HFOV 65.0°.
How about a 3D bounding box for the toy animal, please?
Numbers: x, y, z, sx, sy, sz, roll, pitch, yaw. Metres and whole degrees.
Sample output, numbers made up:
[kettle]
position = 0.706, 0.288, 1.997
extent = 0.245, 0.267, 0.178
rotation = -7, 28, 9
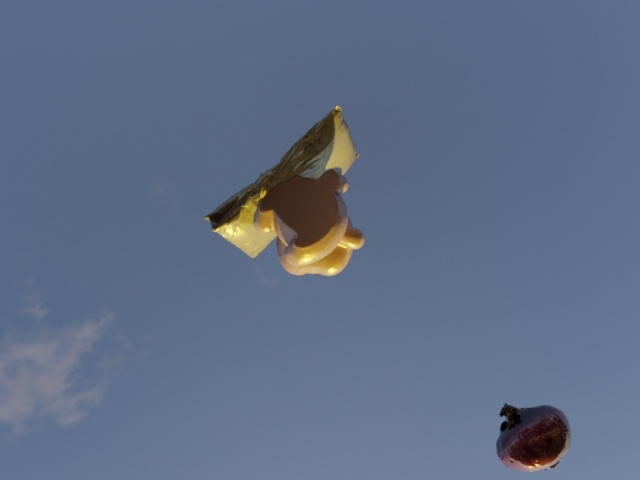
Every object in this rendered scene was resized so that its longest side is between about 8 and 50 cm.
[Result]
[toy animal]
position = -0.001, 0.002, 0.646
extent = 0.124, 0.212, 0.124
rotation = -4, -111, 11

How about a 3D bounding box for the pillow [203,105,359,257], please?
[pillow]
position = -0.039, -0.073, 0.688
extent = 0.230, 0.148, 0.050
rotation = -42, -108, -3

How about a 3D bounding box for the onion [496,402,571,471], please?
[onion]
position = 0.303, 0.281, 0.729
extent = 0.115, 0.115, 0.104
rotation = -43, -104, -4
